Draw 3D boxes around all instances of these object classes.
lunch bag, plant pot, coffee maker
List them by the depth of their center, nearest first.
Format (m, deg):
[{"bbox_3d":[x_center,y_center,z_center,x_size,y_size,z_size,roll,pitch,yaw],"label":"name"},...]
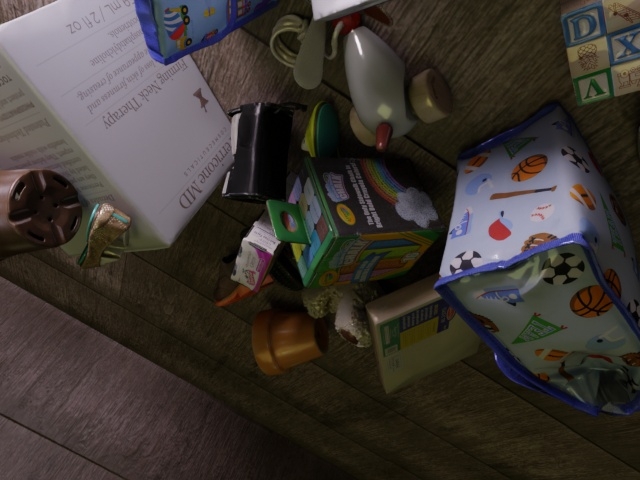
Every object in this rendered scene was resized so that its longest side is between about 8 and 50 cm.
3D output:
[{"bbox_3d":[-0.168,-0.385,0.547,0.138,0.293,0.221,21,140,8],"label":"lunch bag"},{"bbox_3d":[0.377,0.047,0.688,0.385,0.328,0.239,42,138,-22],"label":"lunch bag"},{"bbox_3d":[-0.498,-0.045,0.692,0.165,0.167,0.167,-3,132,21],"label":"plant pot"},{"bbox_3d":[-0.114,-0.163,0.820,0.120,0.178,0.171,5,177,-30],"label":"coffee maker"},{"bbox_3d":[-0.082,0.303,1.335,0.188,0.205,0.205,-14,127,19],"label":"plant pot"}]

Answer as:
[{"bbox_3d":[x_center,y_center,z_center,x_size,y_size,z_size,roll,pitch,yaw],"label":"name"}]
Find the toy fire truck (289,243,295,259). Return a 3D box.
[{"bbox_3d":[0.000,0.000,1.038,0.135,0.047,0.192,-5,165,-12],"label":"toy fire truck"}]

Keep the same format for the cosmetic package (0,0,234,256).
[{"bbox_3d":[-0.429,-0.223,0.836,0.327,0.329,0.394,-5,131,31],"label":"cosmetic package"}]

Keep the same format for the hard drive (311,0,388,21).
[{"bbox_3d":[0.037,-0.420,0.438,0.210,0.040,0.319,23,126,55],"label":"hard drive"}]

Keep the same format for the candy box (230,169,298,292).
[{"bbox_3d":[-0.103,-0.022,0.948,0.071,0.233,0.159,28,141,-1],"label":"candy box"}]

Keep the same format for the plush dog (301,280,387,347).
[{"bbox_3d":[0.114,0.165,1.109,0.225,0.211,0.262,41,168,-38],"label":"plush dog"}]

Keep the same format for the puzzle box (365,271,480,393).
[{"bbox_3d":[0.252,0.209,0.980,0.272,0.052,0.409,-22,141,-6],"label":"puzzle box"}]

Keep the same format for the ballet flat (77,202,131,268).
[{"bbox_3d":[-0.378,0.007,0.754,0.067,0.073,0.206,24,146,-23],"label":"ballet flat"}]

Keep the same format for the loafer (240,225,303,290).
[{"bbox_3d":[-0.111,0.039,1.123,0.220,0.078,0.080,50,143,-10],"label":"loafer"}]

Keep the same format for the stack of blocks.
[{"bbox_3d":[0.462,-0.259,0.500,0.297,0.087,0.171,-9,129,35],"label":"stack of blocks"}]

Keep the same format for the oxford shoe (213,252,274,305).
[{"bbox_3d":[-0.246,0.108,1.286,0.363,0.130,0.133,-30,82,53],"label":"oxford shoe"}]

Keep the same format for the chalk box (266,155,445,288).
[{"bbox_3d":[0.041,-0.033,0.798,0.289,0.180,0.179,-4,147,-23],"label":"chalk box"}]

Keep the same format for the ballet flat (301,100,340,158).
[{"bbox_3d":[0.002,-0.172,0.862,0.077,0.077,0.231,20,145,35],"label":"ballet flat"}]

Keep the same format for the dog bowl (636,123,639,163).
[{"bbox_3d":[0.554,0.007,0.514,0.150,0.408,0.408,-24,120,29],"label":"dog bowl"}]

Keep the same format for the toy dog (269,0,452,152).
[{"bbox_3d":[0.053,-0.264,0.660,0.333,0.161,0.220,34,139,-9],"label":"toy dog"}]
